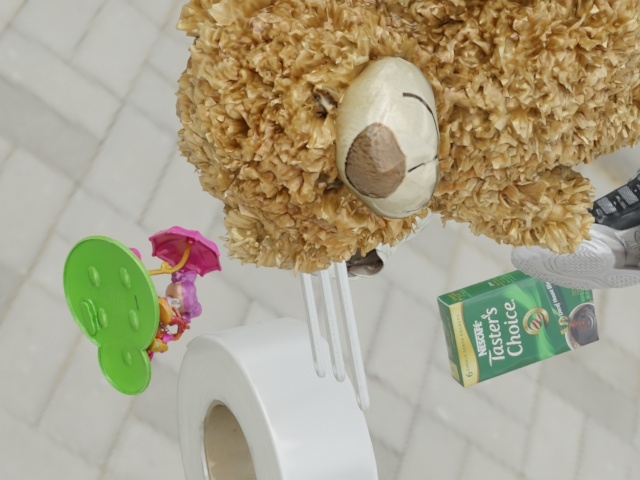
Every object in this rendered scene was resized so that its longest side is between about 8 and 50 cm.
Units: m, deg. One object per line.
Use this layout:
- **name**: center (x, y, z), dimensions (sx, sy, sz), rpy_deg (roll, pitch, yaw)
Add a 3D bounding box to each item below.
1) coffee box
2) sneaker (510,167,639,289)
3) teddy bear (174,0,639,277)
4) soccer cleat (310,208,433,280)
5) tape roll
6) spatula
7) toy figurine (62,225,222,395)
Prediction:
- **coffee box**: center (0.234, 0.093, 1.922), dimensions (0.184, 0.113, 0.040), rpy_deg (-16, 22, -14)
- **sneaker**: center (0.317, -0.043, 1.622), dimensions (0.101, 0.268, 0.153), rpy_deg (35, 52, -49)
- **teddy bear**: center (0.102, -0.086, 0.770), dimensions (0.338, 0.245, 0.113), rpy_deg (-7, 47, -35)
- **soccer cleat**: center (0.042, 0.000, 1.407), dimensions (0.076, 0.068, 0.196), rpy_deg (42, 32, 27)
- **tape roll**: center (-0.048, 0.221, 1.632), dimensions (0.100, 0.286, 0.286), rpy_deg (-11, 64, -23)
- **spatula**: center (0.000, 0.000, 1.244), dimensions (0.019, 0.168, 0.242), rpy_deg (-13, 99, -14)
- **toy figurine**: center (-0.165, 0.055, 1.721), dimensions (0.159, 0.130, 0.173), rpy_deg (-27, 111, -49)
